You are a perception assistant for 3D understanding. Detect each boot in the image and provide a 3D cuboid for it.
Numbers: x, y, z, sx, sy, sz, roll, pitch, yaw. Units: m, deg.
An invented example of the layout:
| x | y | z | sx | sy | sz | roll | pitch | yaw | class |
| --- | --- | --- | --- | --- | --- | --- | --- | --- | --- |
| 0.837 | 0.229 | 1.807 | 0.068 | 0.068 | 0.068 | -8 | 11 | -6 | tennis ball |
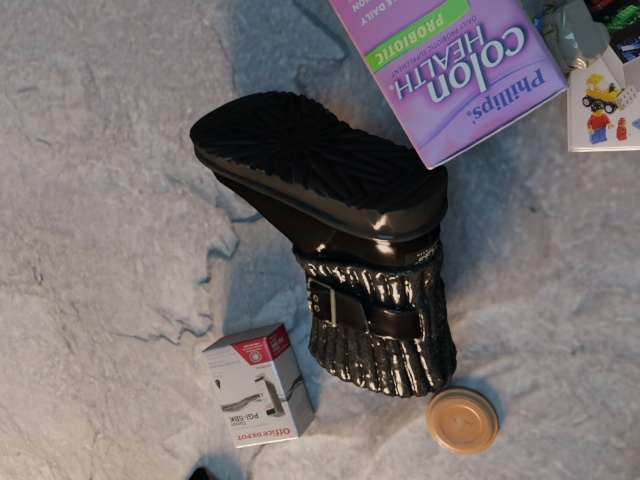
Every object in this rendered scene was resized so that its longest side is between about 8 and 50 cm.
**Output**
| x | y | z | sx | sy | sz | roll | pitch | yaw | class |
| --- | --- | --- | --- | --- | --- | --- | --- | --- | --- |
| -0.003 | 0.003 | 0.670 | 0.348 | 0.131 | 0.260 | 35 | 148 | 40 | boot |

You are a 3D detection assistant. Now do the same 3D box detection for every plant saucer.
| x | y | z | sx | sy | sz | roll | pitch | yaw | class |
| --- | --- | --- | --- | --- | --- | --- | --- | --- | --- |
| 0.164 | 0.212 | 0.716 | 0.084 | 0.013 | 0.083 | 5 | 104 | 19 | plant saucer |

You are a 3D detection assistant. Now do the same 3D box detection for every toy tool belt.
| x | y | z | sx | sy | sz | roll | pitch | yaw | class |
| --- | --- | --- | --- | --- | --- | --- | --- | --- | --- |
| 0.209 | -0.187 | 0.536 | 0.052 | 0.051 | 0.083 | -35 | 103 | -10 | toy tool belt |

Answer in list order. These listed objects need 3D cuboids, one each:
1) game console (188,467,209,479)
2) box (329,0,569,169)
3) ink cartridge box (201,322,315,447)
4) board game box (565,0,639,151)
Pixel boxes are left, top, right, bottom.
| x | y | z | sx | sy | sz | roll | pitch | yaw | class |
| --- | --- | --- | --- | --- | --- | --- | --- | --- | --- |
| -0.155 | 0.401 | 0.879 | 0.122 | 0.071 | 0.107 | -57 | 50 | 21 | game console |
| 0.101 | -0.203 | 0.537 | 0.117 | 0.213 | 0.243 | -31 | 91 | 23 | box |
| -0.078 | 0.185 | 0.777 | 0.099 | 0.056 | 0.135 | -17 | 95 | 22 | ink cartridge box |
| 0.350 | -0.170 | 0.476 | 0.305 | 0.053 | 0.193 | 6 | 106 | 44 | board game box |
